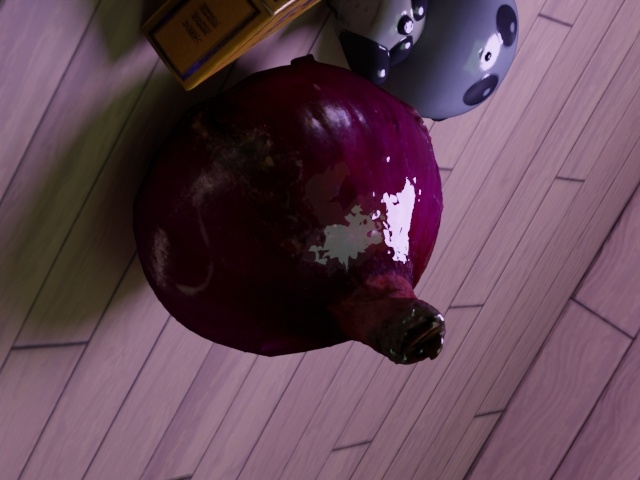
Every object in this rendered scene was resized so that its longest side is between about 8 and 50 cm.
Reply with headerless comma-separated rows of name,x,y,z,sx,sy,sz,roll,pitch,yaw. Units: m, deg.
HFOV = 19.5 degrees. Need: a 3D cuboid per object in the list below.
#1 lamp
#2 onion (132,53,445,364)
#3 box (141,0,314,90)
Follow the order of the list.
lamp,0.121,-0.241,2.132,0.244,0.198,0.197,8,114,-54
onion,0.000,0.000,1.958,0.348,0.385,0.347,-25,139,-24
box,-0.014,-0.281,1.823,0.301,0.084,0.193,-39,-177,-34
